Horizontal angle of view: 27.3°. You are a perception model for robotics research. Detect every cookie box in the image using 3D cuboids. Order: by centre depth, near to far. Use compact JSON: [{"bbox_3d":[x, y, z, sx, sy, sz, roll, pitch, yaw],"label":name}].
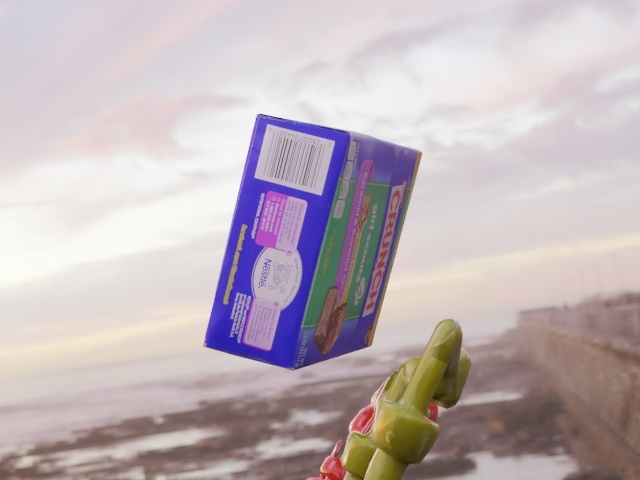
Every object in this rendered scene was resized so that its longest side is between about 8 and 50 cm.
[{"bbox_3d":[0.000,0.000,0.527,0.040,0.092,0.107,15,5,17],"label":"cookie box"}]

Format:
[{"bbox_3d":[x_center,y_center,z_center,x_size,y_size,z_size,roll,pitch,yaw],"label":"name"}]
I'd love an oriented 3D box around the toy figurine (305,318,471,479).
[{"bbox_3d":[0.056,0.191,0.504,0.191,0.217,0.362,-51,-5,-18],"label":"toy figurine"}]
